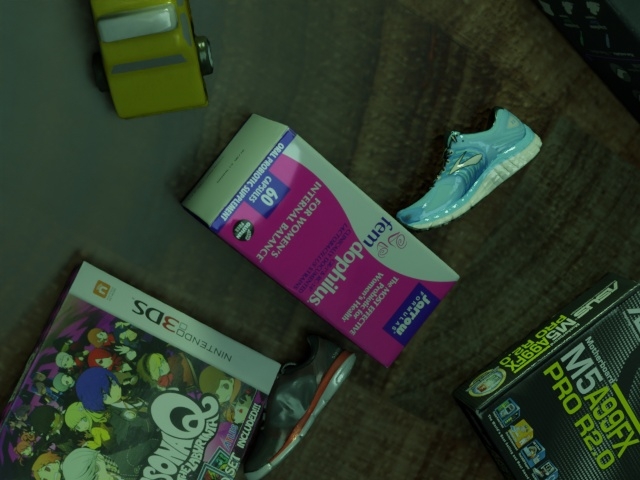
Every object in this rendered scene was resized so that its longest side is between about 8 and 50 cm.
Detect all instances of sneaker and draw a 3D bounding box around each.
[{"bbox_3d":[-0.033,0.157,1.174,0.065,0.061,0.158,36,88,5],"label":"sneaker"},{"bbox_3d":[0.131,-0.068,1.177,0.162,0.063,0.073,-39,93,-11],"label":"sneaker"}]

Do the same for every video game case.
[{"bbox_3d":[-0.169,0.167,1.078,0.210,0.042,0.232,30,68,-17],"label":"video game case"}]

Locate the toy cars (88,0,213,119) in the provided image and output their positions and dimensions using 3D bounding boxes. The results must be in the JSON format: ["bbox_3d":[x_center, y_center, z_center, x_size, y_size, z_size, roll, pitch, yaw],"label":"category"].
[{"bbox_3d":[-0.094,-0.269,0.987,0.176,0.087,0.393,29,107,-14],"label":"toy cars"}]

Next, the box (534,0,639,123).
[{"bbox_3d":[0.345,-0.214,1.160,0.165,0.143,0.270,-48,112,-4],"label":"box"}]

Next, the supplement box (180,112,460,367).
[{"bbox_3d":[0.000,0.000,1.111,0.220,0.114,0.111,39,87,-23],"label":"supplement box"}]

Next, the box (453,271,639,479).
[{"bbox_3d":[0.294,0.203,1.279,0.216,0.060,0.270,-35,110,-8],"label":"box"}]
